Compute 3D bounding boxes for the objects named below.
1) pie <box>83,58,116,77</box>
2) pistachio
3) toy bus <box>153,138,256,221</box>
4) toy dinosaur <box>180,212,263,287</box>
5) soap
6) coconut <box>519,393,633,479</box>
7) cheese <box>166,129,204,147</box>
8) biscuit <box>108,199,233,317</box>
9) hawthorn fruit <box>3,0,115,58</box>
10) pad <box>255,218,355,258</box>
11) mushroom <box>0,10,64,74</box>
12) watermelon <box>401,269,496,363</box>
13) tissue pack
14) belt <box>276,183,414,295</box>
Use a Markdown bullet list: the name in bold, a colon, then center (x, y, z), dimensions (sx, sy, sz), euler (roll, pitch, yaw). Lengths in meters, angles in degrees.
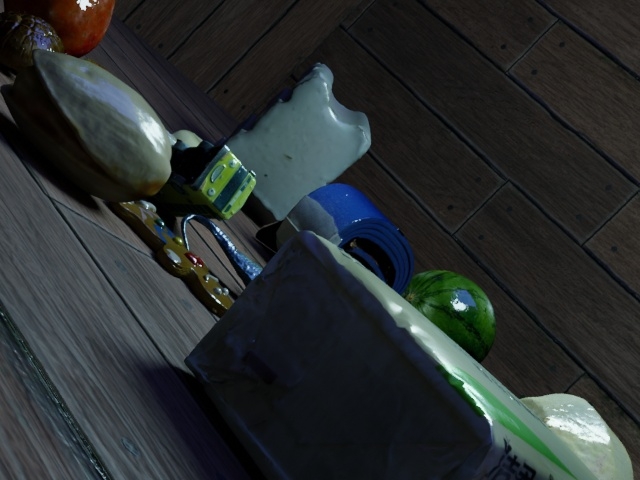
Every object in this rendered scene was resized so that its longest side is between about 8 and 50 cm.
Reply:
- **pie**: center (-0.310, -0.191, 1.844), dimensions (0.179, 0.084, 0.205), euler (43, 2, -23)
- **pistachio**: center (-0.268, -0.130, 1.416), dimensions (0.215, 0.144, 0.144), euler (37, 8, -24)
- **toy bus**: center (-0.173, -0.084, 1.742), dimensions (0.101, 0.088, 0.175), euler (47, -21, -26)
- **toy dinosaur**: center (-0.051, 0.091, 1.705), dimensions (0.363, 0.076, 0.147), euler (47, 8, 1)
- **soap**: center (-0.070, -0.209, 2.676), dimensions (0.213, 0.350, 0.435), euler (52, 5, -7)
- **coconut**: center (0.372, 0.378, 1.938), dimensions (0.259, 0.259, 0.259), euler (45, 5, -5)
- **cheese**: center (-0.251, -0.166, 2.231), dimensions (0.249, 0.071, 0.163), euler (43, 5, -11)
- **biscuit**: center (-0.177, 0.019, 1.527), dimensions (0.205, 0.031, 0.138), euler (48, 5, 15)
- **hawthorn fruit**: center (-0.422, -0.367, 1.921), dimensions (0.185, 0.185, 0.202), euler (41, 42, -38)
- **pad**: center (0.000, 0.000, 2.401), dimensions (0.267, 0.181, 0.004), euler (39, 34, -58)
- **mushroom**: center (-0.410, -0.273, 1.680), dimensions (0.126, 0.085, 0.109), euler (41, 3, 33)
- **watermelon**: center (0.254, 0.180, 2.588), dimensions (0.242, 0.242, 0.242), euler (45, 5, -5)
- **tissue pack**: center (0.107, 0.216, 1.197), dimensions (0.332, 0.205, 0.405), euler (44, 2, 42)
- **belt**: center (0.050, 0.028, 2.308), dimensions (0.117, 0.212, 0.347), euler (49, 2, 31)
